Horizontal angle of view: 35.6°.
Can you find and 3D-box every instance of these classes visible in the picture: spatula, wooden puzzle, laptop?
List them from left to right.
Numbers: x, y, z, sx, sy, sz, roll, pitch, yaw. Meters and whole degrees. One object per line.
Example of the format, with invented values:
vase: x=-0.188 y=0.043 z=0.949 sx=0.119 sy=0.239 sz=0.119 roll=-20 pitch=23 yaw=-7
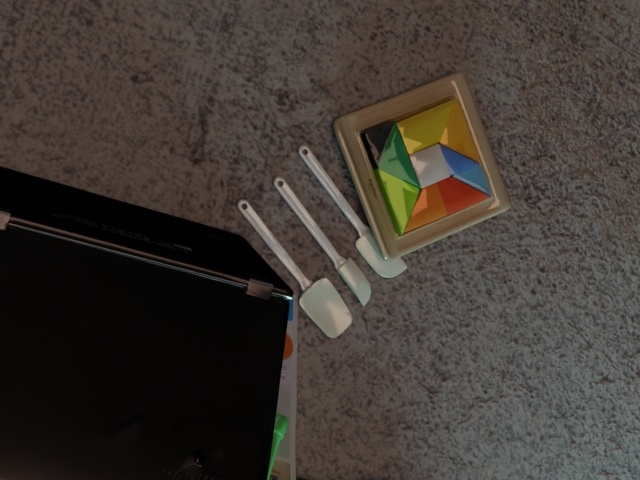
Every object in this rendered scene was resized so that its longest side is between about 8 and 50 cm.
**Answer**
laptop: x=-0.253 y=0.100 z=1.139 sx=0.381 sy=0.408 sz=0.236 roll=17 pitch=99 yaw=-21
spatula: x=0.000 y=0.000 z=1.414 sx=0.168 sy=0.019 sz=0.242 roll=-42 pitch=105 yaw=-15
wooden puzzle: x=0.156 y=-0.111 z=1.457 sx=0.238 sy=0.044 sz=0.221 roll=-23 pitch=96 yaw=-20

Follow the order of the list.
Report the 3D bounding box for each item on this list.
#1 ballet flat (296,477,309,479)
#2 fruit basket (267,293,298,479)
ballet flat: x=0.004 y=0.373 z=1.395 sx=0.249 sy=0.084 sz=0.058 roll=7 pitch=112 yaw=-25
fruit basket: x=-0.168 y=0.164 z=1.236 sx=0.327 sy=0.165 sz=0.353 roll=18 pitch=54 yaw=-21
